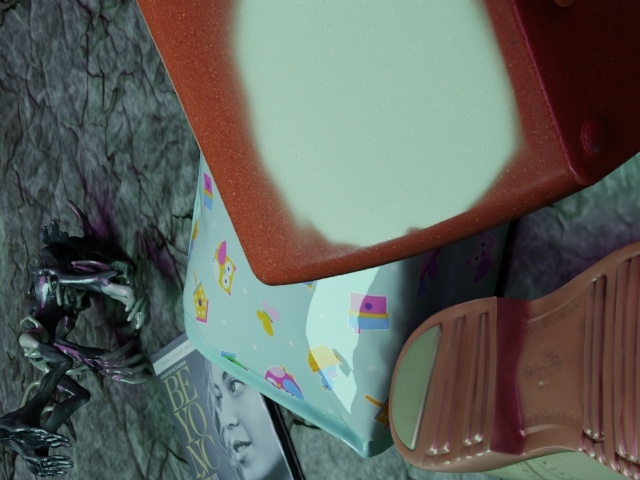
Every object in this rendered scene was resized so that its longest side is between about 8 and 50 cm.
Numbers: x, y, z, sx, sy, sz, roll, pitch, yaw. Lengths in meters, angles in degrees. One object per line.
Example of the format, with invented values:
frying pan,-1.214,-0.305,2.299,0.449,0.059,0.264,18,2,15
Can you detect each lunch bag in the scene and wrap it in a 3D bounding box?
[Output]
lunch bag,0.000,0.000,1.112,0.262,0.160,0.223,30,123,38

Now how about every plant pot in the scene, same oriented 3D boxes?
plant pot,0.083,-0.144,0.782,0.236,0.267,0.267,3,120,53

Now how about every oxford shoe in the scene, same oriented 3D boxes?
oxford shoe,0.211,0.085,0.881,0.397,0.147,0.140,-9,69,56

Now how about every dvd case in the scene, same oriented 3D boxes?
dvd case,-0.085,0.185,1.385,0.164,0.018,0.221,-35,72,51

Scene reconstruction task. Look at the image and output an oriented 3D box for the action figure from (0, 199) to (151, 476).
action figure,-0.235,0.092,1.457,0.164,0.141,0.275,90,-169,-58
